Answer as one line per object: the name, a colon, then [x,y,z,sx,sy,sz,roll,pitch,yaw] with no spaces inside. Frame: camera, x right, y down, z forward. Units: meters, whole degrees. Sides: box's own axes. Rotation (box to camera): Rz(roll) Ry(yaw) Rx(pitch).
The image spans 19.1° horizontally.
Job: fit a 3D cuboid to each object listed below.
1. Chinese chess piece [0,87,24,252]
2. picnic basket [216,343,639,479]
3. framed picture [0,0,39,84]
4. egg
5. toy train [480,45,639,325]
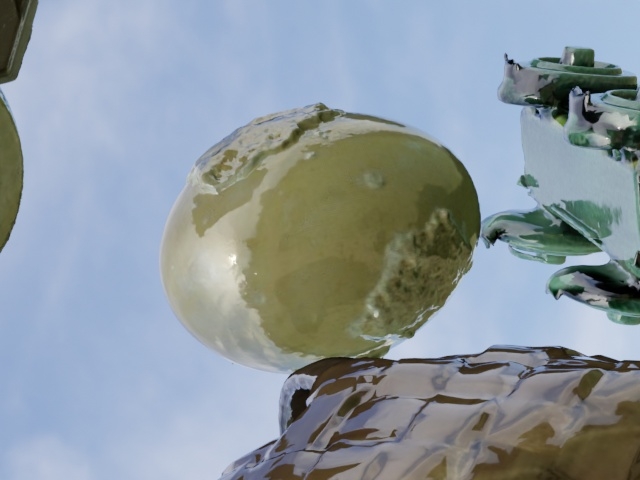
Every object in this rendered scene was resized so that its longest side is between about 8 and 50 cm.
Chinese chess piece: [-0.113,-0.015,0.460,0.084,0.034,0.084,-20,-54,-29]
picnic basket: [0.053,0.194,0.918,0.337,0.337,0.293,-28,-76,-56]
framed picture: [-0.210,-0.173,1.048,0.184,0.016,0.250,-22,-35,-45]
egg: [0.000,-0.002,1.149,0.201,0.164,0.164,-16,-66,-14]
toy train: [0.240,-0.029,1.202,0.369,0.237,0.150,-118,37,-77]
